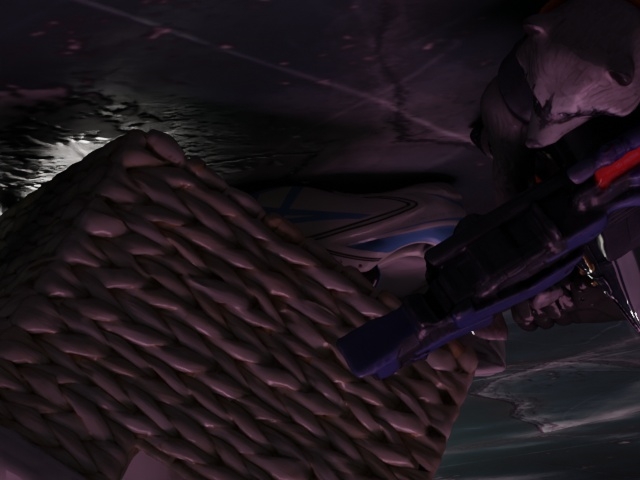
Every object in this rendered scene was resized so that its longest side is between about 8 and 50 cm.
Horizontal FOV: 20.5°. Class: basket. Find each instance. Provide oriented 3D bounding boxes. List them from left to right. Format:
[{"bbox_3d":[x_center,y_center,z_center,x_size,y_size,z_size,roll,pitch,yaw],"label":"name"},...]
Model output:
[{"bbox_3d":[-0.122,0.138,1.257,0.328,0.266,0.331,35,154,-16],"label":"basket"},{"bbox_3d":[0.074,0.077,1.653,0.167,0.113,0.103,3,165,-28],"label":"basket"}]

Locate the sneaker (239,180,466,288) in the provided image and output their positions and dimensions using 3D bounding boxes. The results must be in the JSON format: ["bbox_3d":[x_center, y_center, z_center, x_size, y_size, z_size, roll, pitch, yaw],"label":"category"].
[{"bbox_3d":[0.000,0.000,1.387,0.237,0.086,0.085,-3,167,-7],"label":"sneaker"}]

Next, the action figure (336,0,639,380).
[{"bbox_3d":[0.130,-0.047,1.103,0.341,0.178,0.330,-29,163,-10],"label":"action figure"}]

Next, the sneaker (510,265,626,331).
[{"bbox_3d":[0.231,0.022,1.515,0.147,0.104,0.296,-8,168,-1],"label":"sneaker"}]

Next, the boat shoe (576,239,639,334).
[{"bbox_3d":[0.218,0.007,1.378,0.083,0.183,0.065,-12,-157,41],"label":"boat shoe"}]
